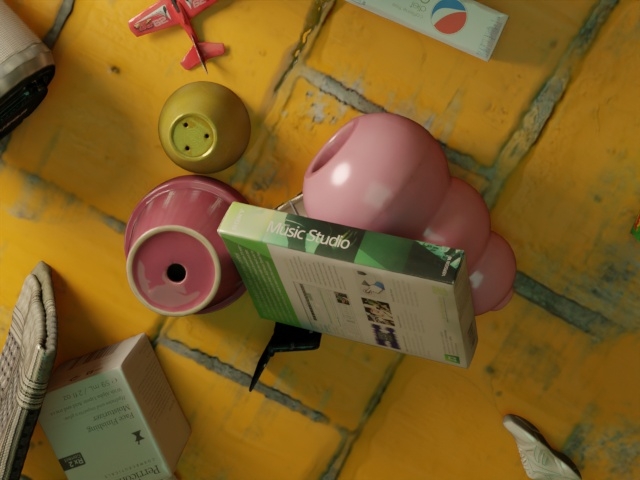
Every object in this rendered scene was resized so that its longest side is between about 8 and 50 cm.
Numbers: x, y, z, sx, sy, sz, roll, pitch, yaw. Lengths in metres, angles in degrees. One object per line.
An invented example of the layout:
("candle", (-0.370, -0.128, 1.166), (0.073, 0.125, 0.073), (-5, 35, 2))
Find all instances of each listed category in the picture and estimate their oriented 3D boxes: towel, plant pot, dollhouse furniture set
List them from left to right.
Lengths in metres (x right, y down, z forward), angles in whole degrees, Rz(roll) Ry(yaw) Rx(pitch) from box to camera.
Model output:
("towel", (-0.438, 0.218, 1.482), (0.056, 0.324, 0.312), (15, 105, -20))
("plant pot", (-0.188, 0.020, 1.480), (0.201, 0.180, 0.201), (1, 103, 4))
("plant pot", (-0.171, -0.153, 1.479), (0.134, 0.095, 0.134), (1, 103, 4))
("dollhouse furniture set", (0.000, 0.000, 1.542), (0.076, 0.058, 0.151), (-30, 81, 18))

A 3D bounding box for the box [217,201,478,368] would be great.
("box", (0.042, 0.061, 1.402), (0.322, 0.232, 0.058), (11, 60, 19))

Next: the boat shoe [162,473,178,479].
("boat shoe", (-0.369, 0.427, 1.630), (0.306, 0.105, 0.113), (-9, 103, 6))

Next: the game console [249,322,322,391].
("game console", (-0.048, 0.165, 1.535), (0.107, 0.122, 0.071), (-4, 104, 4))

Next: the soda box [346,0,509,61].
("soda box", (0.141, -0.316, 1.428), (0.216, 0.074, 0.069), (23, 104, -2))

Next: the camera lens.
("camera lens", (-0.513, -0.257, 1.413), (0.219, 0.219, 0.274), (-41, 98, 12))

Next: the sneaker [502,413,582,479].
("sneaker", (0.322, 0.324, 1.584), (0.152, 0.053, 0.061), (45, 105, -8))

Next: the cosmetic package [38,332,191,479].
("cosmetic package", (-0.305, 0.263, 1.561), (0.151, 0.151, 0.183), (-22, 101, 10))

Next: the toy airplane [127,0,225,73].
("toy airplane", (-0.186, -0.305, 1.477), (0.151, 0.028, 0.151), (1, 105, 5))

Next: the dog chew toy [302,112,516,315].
("dog chew toy", (0.137, -0.020, 1.444), (0.332, 0.206, 0.206), (40, 103, -14))

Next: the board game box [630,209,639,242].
("board game box", (0.491, -0.076, 1.453), (0.043, 0.092, 0.181), (20, 104, -1))
